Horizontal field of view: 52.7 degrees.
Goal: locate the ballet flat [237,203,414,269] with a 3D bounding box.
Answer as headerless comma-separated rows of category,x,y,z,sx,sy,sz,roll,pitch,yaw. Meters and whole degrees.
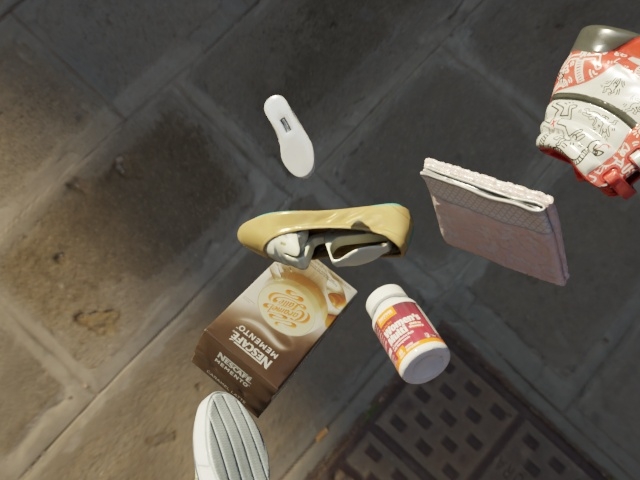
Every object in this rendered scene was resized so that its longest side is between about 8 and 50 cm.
ballet flat,0.000,0.000,0.810,0.232,0.080,0.073,-8,50,15

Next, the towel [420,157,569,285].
towel,0.404,-0.037,1.511,0.332,0.317,0.053,25,69,38

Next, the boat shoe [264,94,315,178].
boat shoe,-0.029,-0.107,0.688,0.035,0.035,0.100,-30,71,9

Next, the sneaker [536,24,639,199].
sneaker,0.331,-0.093,0.582,0.270,0.090,0.145,30,100,37

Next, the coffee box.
coffee box,-0.067,0.134,1.023,0.141,0.098,0.246,38,46,6

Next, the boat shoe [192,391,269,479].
boat shoe,-0.121,0.346,0.834,0.094,0.109,0.302,-40,49,27

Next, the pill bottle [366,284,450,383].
pill bottle,0.191,0.206,1.465,0.121,0.121,0.221,-22,42,-8
